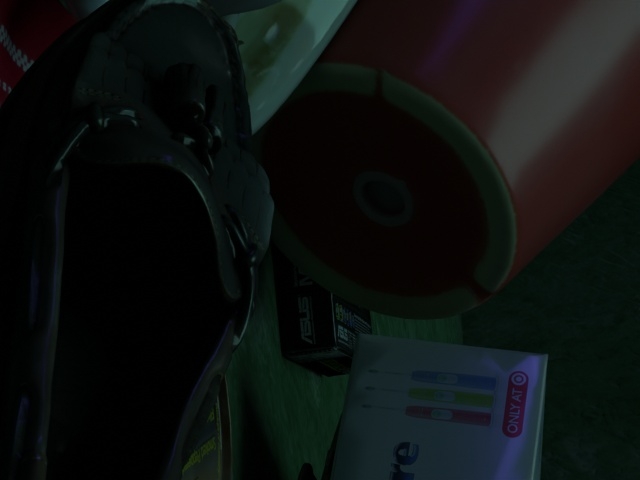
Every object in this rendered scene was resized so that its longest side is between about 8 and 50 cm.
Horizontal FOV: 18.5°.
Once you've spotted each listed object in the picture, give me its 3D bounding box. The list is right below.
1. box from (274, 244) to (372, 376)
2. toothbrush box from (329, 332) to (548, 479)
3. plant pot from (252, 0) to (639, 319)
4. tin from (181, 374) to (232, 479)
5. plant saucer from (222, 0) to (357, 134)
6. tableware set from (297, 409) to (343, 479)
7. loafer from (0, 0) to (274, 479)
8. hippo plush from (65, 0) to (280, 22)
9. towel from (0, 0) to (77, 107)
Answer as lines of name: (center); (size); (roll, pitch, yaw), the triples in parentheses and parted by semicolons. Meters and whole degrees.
box: (0.000, 0.000, 1.425); (0.190, 0.045, 0.184); (39, 42, -78)
toothbrush box: (0.068, 0.224, 1.199); (0.283, 0.122, 0.206); (84, 15, -51)
plant pot: (0.086, -0.096, 1.264); (0.243, 0.275, 0.275); (-53, 142, -41)
tin: (-0.065, 0.066, 0.679); (0.189, 0.040, 0.106); (-22, 101, -81)
plant saucer: (0.003, -0.237, 0.983); (0.400, 0.100, 0.400); (-59, 174, -10)
tableware set: (-0.020, 0.191, 1.136); (0.194, 0.039, 0.128); (-64, 159, -66)
loafer: (-0.053, 0.018, 0.552); (0.096, 0.084, 0.267); (35, 44, -22)
hippo plush: (-0.015, -0.208, 0.700); (0.294, 0.234, 0.237); (40, -34, 32)
towel: (-0.110, 0.018, 0.641); (0.199, 0.031, 0.275); (59, 25, -70)
